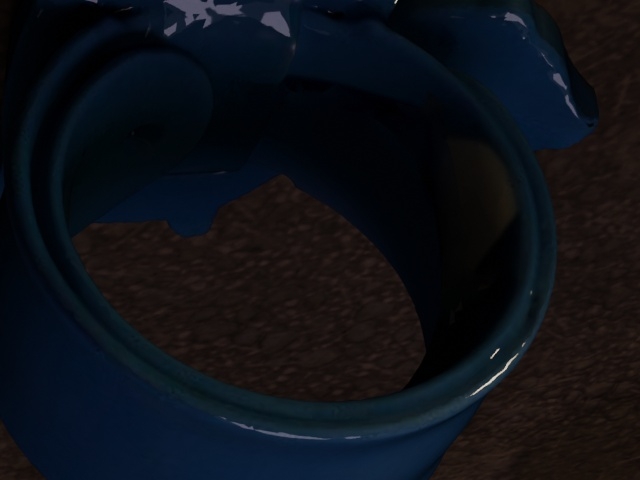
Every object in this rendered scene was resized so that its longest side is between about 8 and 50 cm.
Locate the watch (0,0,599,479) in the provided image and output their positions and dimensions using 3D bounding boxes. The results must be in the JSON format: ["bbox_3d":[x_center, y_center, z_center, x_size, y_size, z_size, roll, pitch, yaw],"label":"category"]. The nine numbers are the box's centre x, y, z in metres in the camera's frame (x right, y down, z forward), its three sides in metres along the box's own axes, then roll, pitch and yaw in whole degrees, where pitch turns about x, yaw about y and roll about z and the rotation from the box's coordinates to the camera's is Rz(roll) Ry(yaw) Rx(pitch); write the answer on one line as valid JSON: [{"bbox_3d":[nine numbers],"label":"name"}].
[{"bbox_3d":[0.000,0.000,0.832,0.305,0.274,0.241,1,146,-16],"label":"watch"}]
